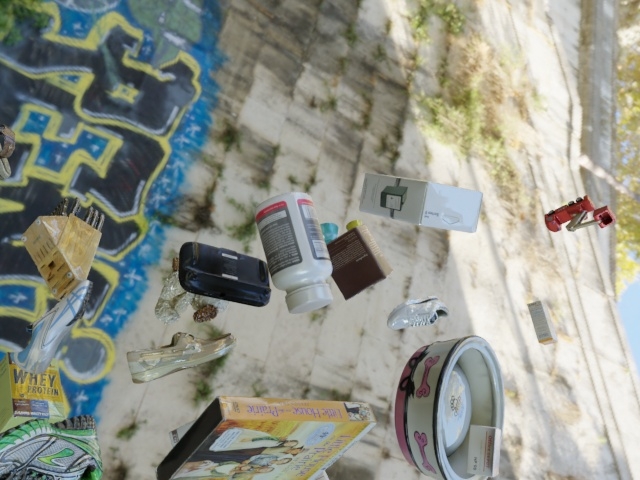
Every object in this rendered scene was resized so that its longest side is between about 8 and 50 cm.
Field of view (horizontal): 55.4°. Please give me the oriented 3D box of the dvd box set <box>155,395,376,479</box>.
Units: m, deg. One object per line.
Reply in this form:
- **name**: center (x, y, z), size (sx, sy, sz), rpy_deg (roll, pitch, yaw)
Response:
- **dvd box set**: center (-0.118, 0.470, 1.397), size (0.307, 0.421, 0.062), rpy_deg (-50, -136, 29)

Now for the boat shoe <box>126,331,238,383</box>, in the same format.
- **boat shoe**: center (-0.376, 0.300, 1.680), size (0.109, 0.303, 0.098), rpy_deg (-17, -91, 66)

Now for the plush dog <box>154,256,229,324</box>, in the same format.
- **plush dog**: center (-0.417, 0.175, 2.107), size (0.262, 0.226, 0.210), rpy_deg (-56, 165, -54)

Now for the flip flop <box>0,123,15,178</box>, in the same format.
- **flip flop**: center (-0.806, -0.245, 1.535), size (0.277, 0.080, 0.112), rpy_deg (118, -40, -62)

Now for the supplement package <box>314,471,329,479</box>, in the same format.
- **supplement package**: center (-0.068, 0.807, 1.734), size (0.199, 0.198, 0.262), rpy_deg (-44, -117, 31)

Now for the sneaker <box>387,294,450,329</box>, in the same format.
- **sneaker**: center (0.347, 0.268, 2.170), size (0.095, 0.235, 0.090), rpy_deg (50, -29, 44)

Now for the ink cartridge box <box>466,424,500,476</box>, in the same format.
- **ink cartridge box**: center (0.365, 0.469, 1.364), size (0.060, 0.180, 0.104), rpy_deg (3, -107, 21)

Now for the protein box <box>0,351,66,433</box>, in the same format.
- **protein box**: center (-0.784, 0.437, 1.587), size (0.199, 0.136, 0.201), rpy_deg (-49, -133, 19)

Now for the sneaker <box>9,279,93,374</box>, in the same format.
- **sneaker**: center (-0.576, 0.175, 1.324), size (0.085, 0.086, 0.237), rpy_deg (-51, -169, 55)

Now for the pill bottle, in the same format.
- **pill bottle**: center (-0.068, 0.038, 1.733), size (0.176, 0.177, 0.318), rpy_deg (-35, -115, 47)

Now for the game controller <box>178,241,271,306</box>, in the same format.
- **game controller**: center (-0.285, 0.103, 1.862), size (0.067, 0.319, 0.166), rpy_deg (-39, -132, 36)

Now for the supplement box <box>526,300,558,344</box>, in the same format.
- **supplement box**: center (0.532, 0.198, 1.462), size (0.036, 0.062, 0.098), rpy_deg (-21, -114, 26)

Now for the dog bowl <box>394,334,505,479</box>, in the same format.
- **dog bowl**: center (0.348, 0.456, 1.646), size (0.151, 0.408, 0.407), rpy_deg (-2, -117, 40)

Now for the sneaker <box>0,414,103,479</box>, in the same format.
- **sneaker**: center (-0.507, 0.410, 1.109), size (0.134, 0.343, 0.146), rpy_deg (-33, -109, 10)

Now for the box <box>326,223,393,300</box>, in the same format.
- **box**: center (0.122, 0.071, 2.109), size (0.167, 0.203, 0.168), rpy_deg (-31, 176, 15)

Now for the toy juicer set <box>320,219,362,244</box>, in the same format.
- **toy juicer set**: center (0.000, 0.000, 2.451), size (0.209, 0.329, 0.089), rpy_deg (117, -39, -48)

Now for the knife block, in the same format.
- **knife block**: center (-0.618, 0.014, 1.563), size (0.088, 0.242, 0.275), rpy_deg (-41, -105, 21)

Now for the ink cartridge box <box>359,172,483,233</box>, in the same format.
- **ink cartridge box**: center (0.281, -0.109, 1.726), size (0.289, 0.211, 0.121), rpy_deg (19, -79, 57)

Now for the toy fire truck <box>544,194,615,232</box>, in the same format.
- **toy fire truck**: center (0.729, -0.063, 1.730), size (0.192, 0.047, 0.135), rpy_deg (-29, -159, 35)

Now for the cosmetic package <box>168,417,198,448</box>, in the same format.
- **cosmetic package**: center (-0.304, 0.699, 2.005), size (0.156, 0.385, 0.217), rpy_deg (-29, -113, 15)
